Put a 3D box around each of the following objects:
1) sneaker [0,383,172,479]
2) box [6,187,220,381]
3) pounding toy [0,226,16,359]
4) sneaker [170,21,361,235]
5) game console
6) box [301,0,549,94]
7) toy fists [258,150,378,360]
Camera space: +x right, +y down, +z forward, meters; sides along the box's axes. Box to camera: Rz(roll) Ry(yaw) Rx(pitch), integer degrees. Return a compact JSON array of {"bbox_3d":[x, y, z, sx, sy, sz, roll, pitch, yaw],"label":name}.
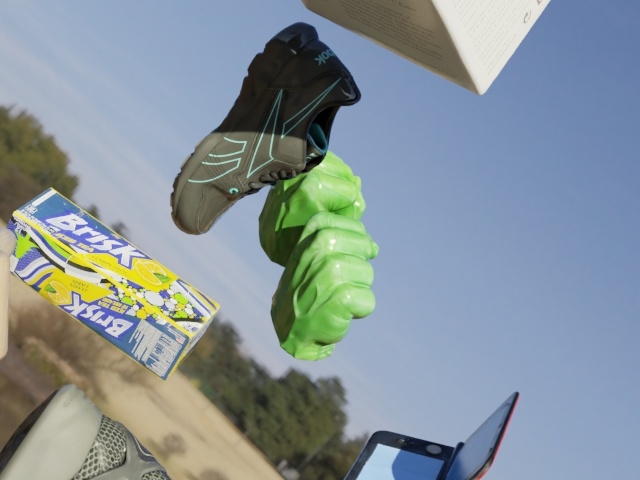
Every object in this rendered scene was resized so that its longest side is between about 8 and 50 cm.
[{"bbox_3d":[-0.137,0.192,0.563,0.130,0.227,0.087,38,-41,-10],"label":"sneaker"},{"bbox_3d":[-0.168,0.033,0.909,0.169,0.054,0.059,35,29,2],"label":"box"},{"bbox_3d":[-0.184,0.042,0.399,0.206,0.094,0.181,6,4,36],"label":"pounding toy"},{"bbox_3d":[-0.061,-0.091,1.183,0.106,0.267,0.101,41,30,7],"label":"sneaker"},{"bbox_3d":[0.088,0.174,0.959,0.124,0.085,0.144,12,20,16],"label":"game console"},{"bbox_3d":[0.046,-0.297,0.898,0.215,0.168,0.345,33,-6,30],"label":"box"},{"bbox_3d":[0.000,0.000,1.334,0.096,0.142,0.279,9,40,-18],"label":"toy fists"}]
